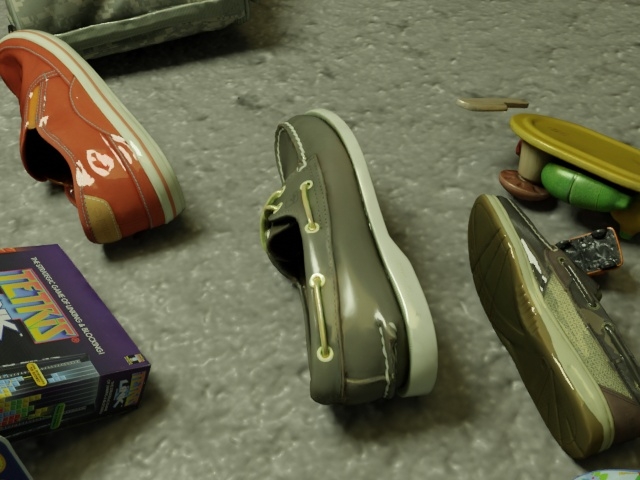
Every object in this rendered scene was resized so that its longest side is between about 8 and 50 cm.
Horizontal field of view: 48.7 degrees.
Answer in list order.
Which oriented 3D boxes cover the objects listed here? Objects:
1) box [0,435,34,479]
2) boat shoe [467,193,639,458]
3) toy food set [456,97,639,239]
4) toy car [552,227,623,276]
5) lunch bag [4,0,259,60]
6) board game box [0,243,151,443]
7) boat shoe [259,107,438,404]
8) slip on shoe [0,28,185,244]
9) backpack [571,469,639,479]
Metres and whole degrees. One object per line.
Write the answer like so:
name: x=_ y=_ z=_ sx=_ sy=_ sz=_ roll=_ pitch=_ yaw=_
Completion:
box: x=-0.275 y=0.156 z=0.411 sx=0.225 sy=0.136 sz=0.036 roll=-8 pitch=44 yaw=-5
boat shoe: x=0.177 y=0.053 z=0.535 sx=0.073 sy=0.080 sz=0.223 roll=-6 pitch=49 yaw=-11
toy food set: x=0.234 y=-0.063 z=0.663 sx=0.218 sy=0.071 sz=0.128 roll=33 pitch=31 yaw=29
toy car: x=0.242 y=0.045 z=0.579 sx=0.040 sy=0.060 sz=0.122 roll=14 pitch=44 yaw=-50
lunch bag: x=-0.252 y=-0.353 z=0.887 sx=0.305 sy=0.212 sz=0.256 roll=-16 pitch=62 yaw=-8
board game box: x=-0.230 y=0.069 z=0.522 sx=0.141 sy=0.048 sz=0.170 roll=-8 pitch=38 yaw=-44
boat shoe: x=0.000 y=-0.003 z=0.578 sx=0.091 sy=0.109 sz=0.305 roll=-9 pitch=48 yaw=-13
slip on shoe: x=-0.260 y=-0.112 z=0.709 sx=0.101 sy=0.123 sz=0.331 roll=-32 pitch=55 yaw=-21
backpack: x=0.191 y=0.174 z=0.385 sx=0.114 sy=0.105 sz=0.084 roll=2 pitch=43 yaw=13
